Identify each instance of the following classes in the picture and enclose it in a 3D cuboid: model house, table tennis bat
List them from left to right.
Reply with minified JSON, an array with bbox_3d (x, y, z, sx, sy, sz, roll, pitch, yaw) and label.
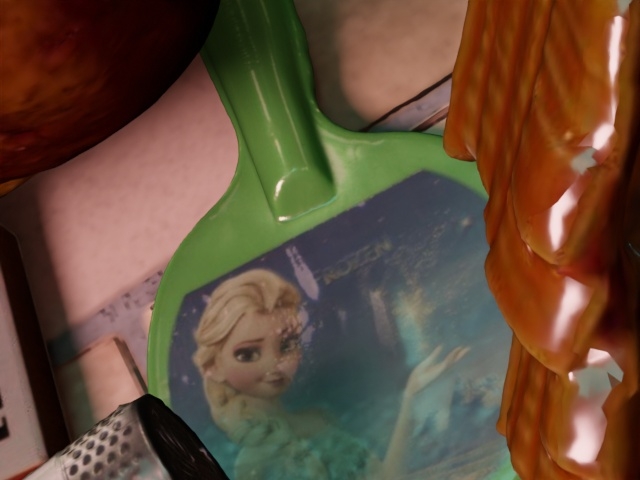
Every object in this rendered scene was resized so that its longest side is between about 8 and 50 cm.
[{"bbox_3d":[0.000,0.000,0.688,0.160,0.039,0.257,-25,61,9],"label":"table tennis bat"},{"bbox_3d":[0.137,-0.023,0.566,0.229,0.219,0.199,21,118,36],"label":"model house"}]

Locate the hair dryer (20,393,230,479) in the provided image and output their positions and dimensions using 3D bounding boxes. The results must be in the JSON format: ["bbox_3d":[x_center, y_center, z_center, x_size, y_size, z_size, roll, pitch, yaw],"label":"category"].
[{"bbox_3d":[-0.132,0.237,0.558,0.320,0.156,0.284,-30,61,12],"label":"hair dryer"}]

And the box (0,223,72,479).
[{"bbox_3d":[-0.148,0.089,0.710,0.115,0.036,0.177,-27,58,12],"label":"box"}]

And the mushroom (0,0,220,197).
[{"bbox_3d":[-0.174,-0.127,0.652,0.345,0.345,0.259,-29,96,9],"label":"mushroom"}]
